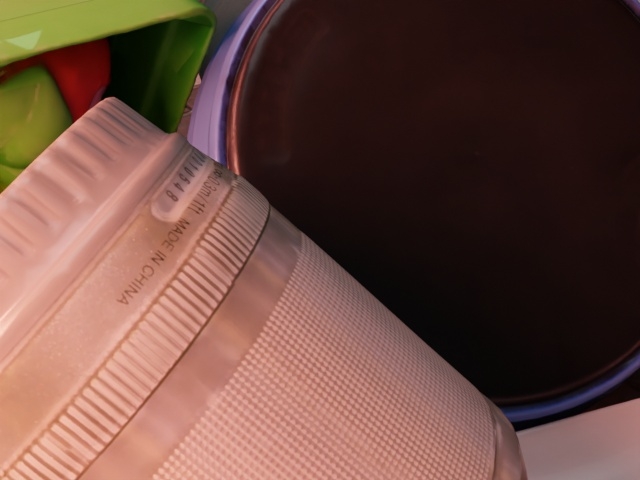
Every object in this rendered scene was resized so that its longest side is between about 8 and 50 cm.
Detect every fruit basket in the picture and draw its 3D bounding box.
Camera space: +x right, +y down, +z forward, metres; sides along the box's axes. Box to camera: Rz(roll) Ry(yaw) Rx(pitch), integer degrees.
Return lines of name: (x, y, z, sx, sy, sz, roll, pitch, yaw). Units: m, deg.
fruit basket: (-0.221, -0.006, 0.681, 0.283, 0.391, 0.392, -24, 36, -32)

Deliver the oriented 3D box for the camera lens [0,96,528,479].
camera lens: (-0.058, 0.097, 0.442, 0.274, 0.219, 0.219, 42, 30, -12)

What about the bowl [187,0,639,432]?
bowl: (0.101, -0.053, 0.672, 0.391, 0.390, 0.077, -10, -11, -13)

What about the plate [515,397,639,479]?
plate: (0.192, 0.200, 0.516, 0.278, 0.045, 0.277, -11, 31, -15)

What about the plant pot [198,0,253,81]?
plant pot: (0.014, -0.132, 0.928, 0.272, 0.271, 0.255, -5, 44, -5)
